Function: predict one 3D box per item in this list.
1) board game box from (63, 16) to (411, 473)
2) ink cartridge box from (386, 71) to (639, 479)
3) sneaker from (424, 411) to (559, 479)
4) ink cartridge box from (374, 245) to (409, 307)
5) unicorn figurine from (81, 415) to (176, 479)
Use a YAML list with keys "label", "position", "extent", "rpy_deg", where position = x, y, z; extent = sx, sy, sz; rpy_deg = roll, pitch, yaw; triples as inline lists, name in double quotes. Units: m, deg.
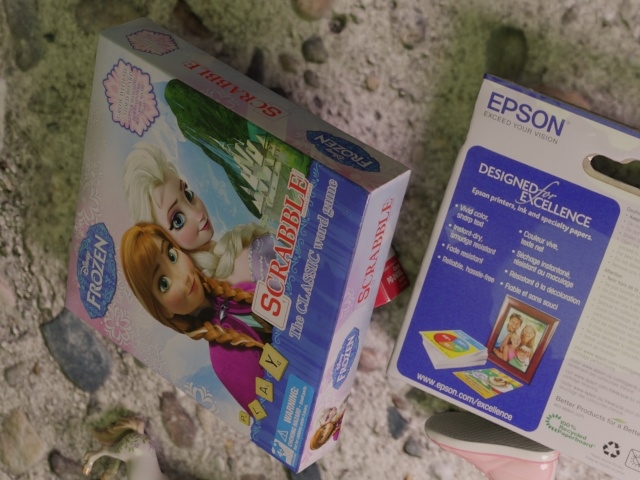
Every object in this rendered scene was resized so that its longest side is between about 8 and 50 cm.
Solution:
- label: "board game box"
  position: [-0.093, 0.004, 1.337]
  extent: [0.318, 0.066, 0.318]
  rpy_deg: [31, 127, 26]
- label: "ink cartridge box"
  position: [0.242, 0.041, 1.271]
  extent: [0.304, 0.072, 0.307]
  rpy_deg: [24, 111, 17]
- label: "sneaker"
  position: [0.160, 0.208, 1.362]
  extent: [0.134, 0.051, 0.070]
  rpy_deg: [11, 119, 27]
- label: "ink cartridge box"
  position: [0.000, 0.000, 1.363]
  extent: [0.109, 0.063, 0.150]
  rpy_deg: [-23, 94, 28]
- label: "unicorn figurine"
  position: [-0.183, 0.258, 1.519]
  extent: [0.111, 0.060, 0.162]
  rpy_deg: [-30, 86, 17]
